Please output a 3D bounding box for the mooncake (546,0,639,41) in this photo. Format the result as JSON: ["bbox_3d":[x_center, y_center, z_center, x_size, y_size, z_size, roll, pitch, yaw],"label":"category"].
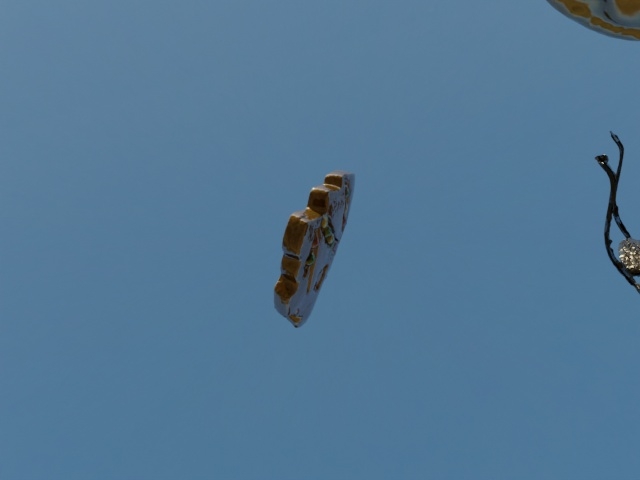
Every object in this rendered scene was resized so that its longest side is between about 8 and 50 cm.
[{"bbox_3d":[0.312,-0.279,1.083,0.235,0.235,0.117,4,-132,1],"label":"mooncake"}]

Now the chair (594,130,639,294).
[{"bbox_3d":[0.306,0.021,0.942,0.149,0.174,0.213,-3,-77,18],"label":"chair"}]

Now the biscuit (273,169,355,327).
[{"bbox_3d":[0.000,0.000,0.593,0.016,0.082,0.092,19,-129,15],"label":"biscuit"}]
